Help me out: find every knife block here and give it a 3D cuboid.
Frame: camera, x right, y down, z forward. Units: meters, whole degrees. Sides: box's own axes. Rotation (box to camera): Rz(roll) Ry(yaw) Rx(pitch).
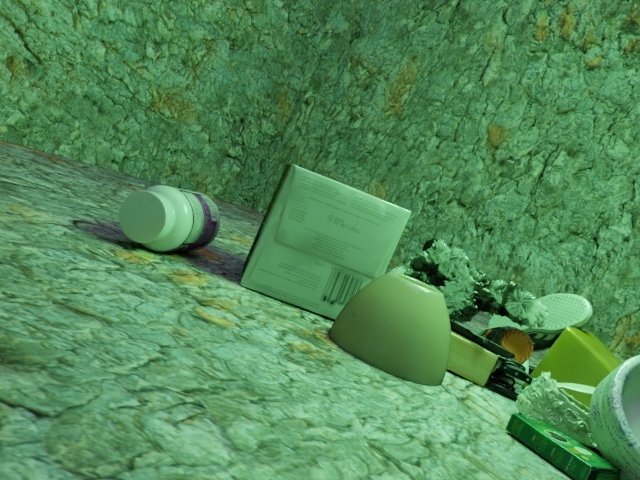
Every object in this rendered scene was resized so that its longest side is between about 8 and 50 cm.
[{"bbox_3d":[0.390,0.306,1.563,0.276,0.088,0.242,22,4,-36],"label":"knife block"}]

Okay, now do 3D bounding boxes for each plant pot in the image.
[{"bbox_3d":[0.185,0.182,1.433,0.284,0.190,0.284,22,4,-2],"label":"plant pot"},{"bbox_3d":[0.712,0.380,1.665,0.212,0.212,0.187,17,20,-49],"label":"plant pot"}]

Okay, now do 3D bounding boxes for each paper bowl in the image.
[{"bbox_3d":[0.665,0.376,1.206,0.284,0.284,0.148,23,-39,7],"label":"paper bowl"}]

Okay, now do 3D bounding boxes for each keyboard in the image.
[{"bbox_3d":[0.403,0.252,1.573,0.180,0.023,0.108,27,-2,29],"label":"keyboard"}]

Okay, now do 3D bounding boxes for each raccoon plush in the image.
[{"bbox_3d":[0.398,0.180,1.797,0.446,0.216,0.299,34,-7,15],"label":"raccoon plush"}]

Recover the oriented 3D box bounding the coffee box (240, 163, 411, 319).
[{"bbox_3d":[0.000,0.000,1.727,0.338,0.338,0.334,22,4,-8],"label":"coffee box"}]

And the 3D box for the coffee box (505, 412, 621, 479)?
[{"bbox_3d":[0.456,0.395,1.172,0.113,0.040,0.184,19,6,-36],"label":"coffee box"}]

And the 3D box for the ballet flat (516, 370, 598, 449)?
[{"bbox_3d":[0.634,0.405,1.342,0.409,0.147,0.147,23,5,3],"label":"ballet flat"}]

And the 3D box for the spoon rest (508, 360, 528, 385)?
[{"bbox_3d":[0.588,0.364,1.896,0.137,0.084,0.276,22,5,4],"label":"spoon rest"}]

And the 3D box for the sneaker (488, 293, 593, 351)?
[{"bbox_3d":[0.664,0.246,1.823,0.127,0.126,0.321,35,-35,-28],"label":"sneaker"}]

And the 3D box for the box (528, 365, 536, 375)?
[{"bbox_3d":[0.706,0.436,1.951,0.116,0.029,0.162,21,3,-19],"label":"box"}]

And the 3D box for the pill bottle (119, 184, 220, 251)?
[{"bbox_3d":[-0.388,-0.055,1.603,0.169,0.169,0.301,23,4,12],"label":"pill bottle"}]

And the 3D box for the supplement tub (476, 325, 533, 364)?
[{"bbox_3d":[0.511,0.301,1.745,0.117,0.117,0.190,22,-15,-5],"label":"supplement tub"}]
